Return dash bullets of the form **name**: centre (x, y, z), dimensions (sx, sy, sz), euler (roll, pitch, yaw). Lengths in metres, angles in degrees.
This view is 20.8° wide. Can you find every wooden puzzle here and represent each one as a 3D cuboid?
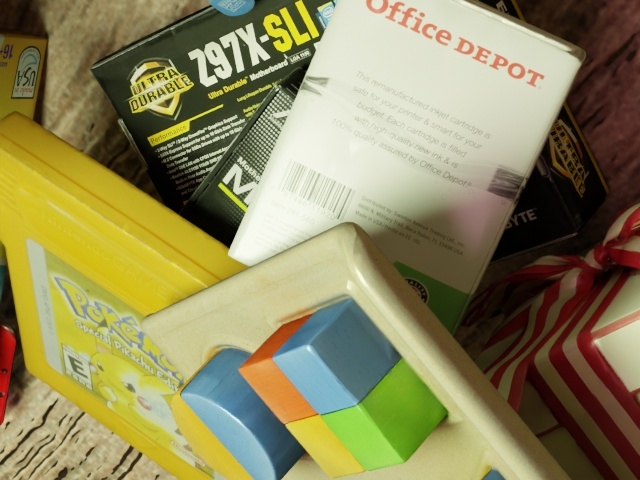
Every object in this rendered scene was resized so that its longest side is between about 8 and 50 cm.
- **wooden puzzle**: centre (0.033, 0.157, 1.134), dimensions (0.322, 0.080, 0.348), euler (50, 154, -9)

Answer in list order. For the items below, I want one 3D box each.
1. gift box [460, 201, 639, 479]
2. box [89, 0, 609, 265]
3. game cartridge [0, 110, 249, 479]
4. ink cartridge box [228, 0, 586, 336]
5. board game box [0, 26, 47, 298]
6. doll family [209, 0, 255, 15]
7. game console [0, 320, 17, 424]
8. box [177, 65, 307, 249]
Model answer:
- **gift box**: centre (0.249, 0.101, 1.151), dimensions (0.255, 0.276, 0.258), euler (-32, 96, 31)
- **box**: centre (0.016, -0.082, 1.299), dimensions (0.322, 0.079, 0.257), euler (-21, 102, 35)
- **game cartridge**: centre (-0.138, 0.076, 1.385), dimensions (0.285, 0.052, 0.323), euler (32, 151, 20)
- **ink cartridge box**: centre (0.059, -0.059, 1.150), dimensions (0.160, 0.092, 0.219), euler (26, 104, 6)
- **board game box**: centre (-0.326, -0.013, 1.358), dimensions (0.064, 0.242, 0.316), euler (15, 101, 19)
- **doll family**: centre (-0.042, -0.289, 1.178), dimensions (0.263, 0.118, 0.163), euler (-34, 54, 36)
- **game console**: centre (-0.326, 0.080, 1.569), dimensions (0.085, 0.124, 0.144), euler (2, 137, -17)
- **box**: centre (0.000, 0.000, 1.276), dimensions (0.191, 0.045, 0.184), euler (43, 130, 2)
